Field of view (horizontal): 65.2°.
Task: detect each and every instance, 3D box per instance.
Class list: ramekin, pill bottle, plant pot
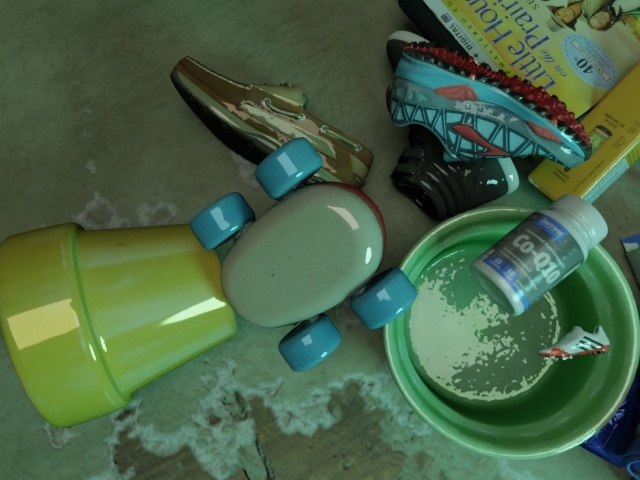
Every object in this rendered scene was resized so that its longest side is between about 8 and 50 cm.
[{"bbox_3d":[0.231,0.115,0.670,0.304,0.148,0.303,0,83,3],"label":"ramekin"},{"bbox_3d":[0.246,0.014,0.566,0.137,0.078,0.078,-39,82,-2],"label":"pill bottle"},{"bbox_3d":[-0.248,0.083,0.666,0.239,0.254,0.253,-17,82,-15],"label":"plant pot"}]

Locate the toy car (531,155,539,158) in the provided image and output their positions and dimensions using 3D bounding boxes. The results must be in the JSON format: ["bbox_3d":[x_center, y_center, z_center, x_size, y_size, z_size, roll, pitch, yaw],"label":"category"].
[{"bbox_3d":[0.282,-0.169,0.769,0.122,0.060,0.040,48,43,-9],"label":"toy car"}]

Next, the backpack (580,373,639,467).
[{"bbox_3d":[0.396,0.231,0.667,0.098,0.101,0.120,38,80,-30],"label":"backpack"}]

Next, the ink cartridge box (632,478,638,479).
[{"bbox_3d":[0.580,0.373,0.592,0.198,0.197,0.270,-40,83,-2],"label":"ink cartridge box"}]

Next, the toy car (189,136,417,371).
[{"bbox_3d":[0.000,0.000,0.650,0.210,0.238,0.219,-35,92,22],"label":"toy car"}]

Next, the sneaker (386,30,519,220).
[{"bbox_3d":[0.147,-0.161,0.730,0.147,0.104,0.295,-32,86,-6],"label":"sneaker"}]

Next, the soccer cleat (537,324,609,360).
[{"bbox_3d":[0.290,0.118,0.577,0.084,0.029,0.035,-7,74,-1],"label":"soccer cleat"}]

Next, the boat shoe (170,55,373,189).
[{"bbox_3d":[-0.065,-0.171,0.747,0.324,0.122,0.119,36,81,-1],"label":"boat shoe"}]

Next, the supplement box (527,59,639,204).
[{"bbox_3d":[0.401,-0.143,0.682,0.233,0.080,0.078,-49,59,17],"label":"supplement box"}]

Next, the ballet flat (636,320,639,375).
[{"bbox_3d":[0.471,0.194,0.694,0.057,0.052,0.168,-22,82,0],"label":"ballet flat"}]

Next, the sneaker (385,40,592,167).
[{"bbox_3d":[0.208,-0.151,0.642,0.262,0.125,0.104,28,41,4],"label":"sneaker"}]

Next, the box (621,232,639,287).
[{"bbox_3d":[0.520,0.065,0.714,0.109,0.042,0.178,-17,83,1],"label":"box"}]

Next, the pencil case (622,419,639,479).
[{"bbox_3d":[0.466,0.162,0.578,0.119,0.133,0.306,42,68,-12],"label":"pencil case"}]

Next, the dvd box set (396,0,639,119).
[{"bbox_3d":[0.369,-0.357,0.738,0.421,0.062,0.307,-33,81,-9],"label":"dvd box set"}]
